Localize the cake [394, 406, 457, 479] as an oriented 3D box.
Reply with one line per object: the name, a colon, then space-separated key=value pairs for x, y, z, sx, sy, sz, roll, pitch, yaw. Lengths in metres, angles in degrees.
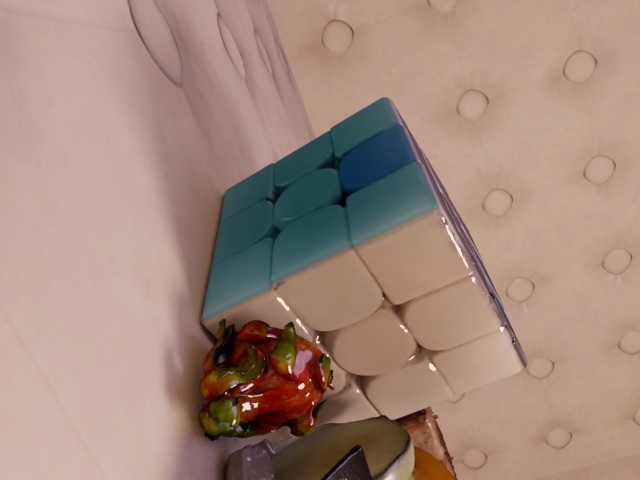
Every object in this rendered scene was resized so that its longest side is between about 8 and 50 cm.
cake: x=0.149 y=0.386 z=1.038 sx=0.199 sy=0.196 sz=0.293 roll=-85 pitch=157 yaw=-65

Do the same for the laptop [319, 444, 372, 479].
laptop: x=0.020 y=0.293 z=0.421 sx=0.135 sy=0.016 sz=0.197 roll=-21 pitch=97 yaw=-47

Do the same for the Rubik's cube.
Rubik's cube: x=0.054 y=0.040 z=0.689 sx=0.291 sy=0.291 sz=0.291 roll=52 pitch=20 yaw=-32

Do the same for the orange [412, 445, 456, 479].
orange: x=0.166 y=0.472 z=0.856 sx=0.249 sy=0.183 sz=0.249 roll=26 pitch=60 yaw=-59

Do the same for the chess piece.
chess piece: x=0.049 y=0.385 z=0.552 sx=0.182 sy=0.182 sz=0.331 roll=-9 pitch=86 yaw=-82

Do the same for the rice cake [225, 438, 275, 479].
rice cake: x=-0.055 y=0.296 z=0.411 sx=0.048 sy=0.055 sz=0.270 roll=20 pitch=38 yaw=-26

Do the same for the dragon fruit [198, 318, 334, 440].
dragon fruit: x=-0.065 y=0.145 z=0.512 sx=0.142 sy=0.138 sz=0.175 roll=48 pitch=29 yaw=8
